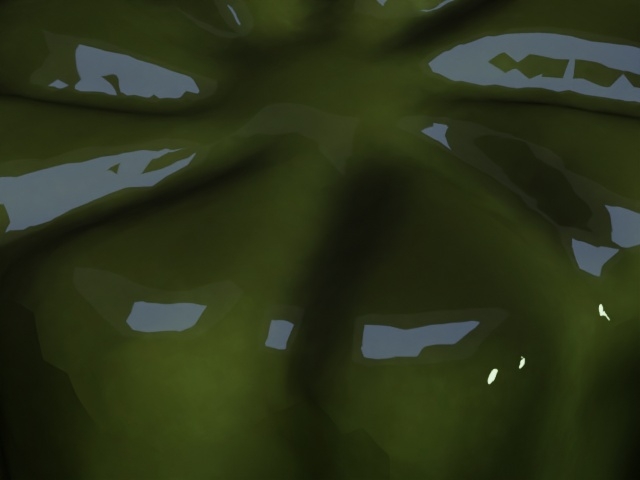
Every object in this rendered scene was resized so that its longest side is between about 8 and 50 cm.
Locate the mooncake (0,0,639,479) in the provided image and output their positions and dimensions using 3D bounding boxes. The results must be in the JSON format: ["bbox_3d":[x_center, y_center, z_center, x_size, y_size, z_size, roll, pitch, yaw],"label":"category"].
[{"bbox_3d":[0.000,0.000,0.675,0.378,0.201,0.378,1,44,-1],"label":"mooncake"}]
